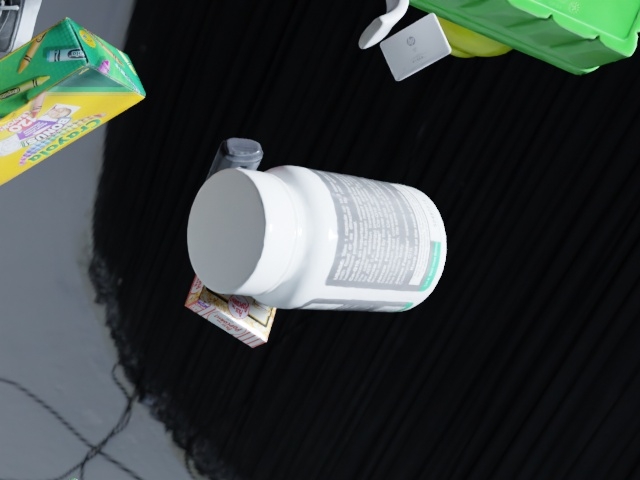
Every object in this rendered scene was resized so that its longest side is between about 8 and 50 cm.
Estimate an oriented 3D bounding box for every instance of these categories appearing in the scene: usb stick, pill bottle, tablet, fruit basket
[{"bbox_3d":[-0.166,-0.089,1.712,0.077,0.278,0.045,5,61,-18],"label":"usb stick"},{"bbox_3d":[0.000,0.000,1.445,0.361,0.204,0.204,6,30,-45],"label":"pill bottle"},{"bbox_3d":[0.117,-0.239,1.222,0.006,0.083,0.054,-23,88,-58],"label":"tablet"},{"bbox_3d":[0.295,-0.406,1.510,0.392,0.283,0.392,21,10,-4],"label":"fruit basket"}]

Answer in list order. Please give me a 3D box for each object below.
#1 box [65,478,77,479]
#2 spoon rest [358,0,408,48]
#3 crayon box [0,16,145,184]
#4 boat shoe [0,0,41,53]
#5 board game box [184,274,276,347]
[{"bbox_3d":[-0.427,0.529,1.504,0.126,0.231,0.262,-9,11,0],"label":"box"},{"bbox_3d":[0.021,-0.357,1.148,0.084,0.137,0.276,-22,80,-35],"label":"spoon rest"},{"bbox_3d":[-0.408,-0.186,1.383,0.081,0.278,0.165,64,12,14],"label":"crayon box"},{"bbox_3d":[-0.475,-0.378,1.445,0.105,0.306,0.113,-12,76,-27],"label":"boat shoe"},{"bbox_3d":[-0.133,0.061,1.672,0.147,0.045,0.193,36,50,-25],"label":"board game box"}]
